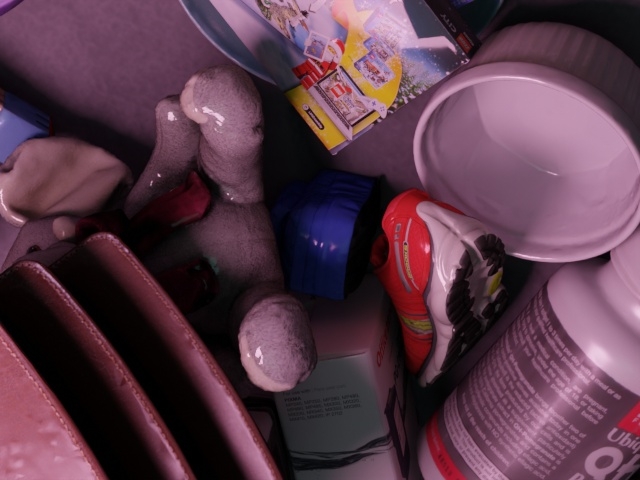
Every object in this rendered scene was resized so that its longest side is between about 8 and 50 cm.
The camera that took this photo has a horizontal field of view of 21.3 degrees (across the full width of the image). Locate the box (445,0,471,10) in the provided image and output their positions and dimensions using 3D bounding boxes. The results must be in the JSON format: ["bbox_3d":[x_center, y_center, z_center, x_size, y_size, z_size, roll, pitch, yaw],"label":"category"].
[{"bbox_3d":[0.112,-0.292,1.407,0.105,0.043,0.179,-25,107,18],"label":"box"}]

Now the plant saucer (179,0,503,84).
[{"bbox_3d":[0.015,-0.279,1.474,0.317,0.044,0.317,3,115,7],"label":"plant saucer"}]

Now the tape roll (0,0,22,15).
[{"bbox_3d":[-0.336,-0.310,1.416,0.275,0.090,0.275,0,90,-14],"label":"tape roll"}]

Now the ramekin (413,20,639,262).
[{"bbox_3d":[0.193,-0.092,1.467,0.207,0.109,0.207,15,138,14],"label":"ramekin"}]

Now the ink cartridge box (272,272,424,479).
[{"bbox_3d":[0.032,0.171,1.609,0.100,0.172,0.237,-8,113,11],"label":"ink cartridge box"}]

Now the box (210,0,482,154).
[{"bbox_3d":[0.002,-0.208,1.436,0.159,0.044,0.233,-33,101,30],"label":"box"}]

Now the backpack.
[{"bbox_3d":[0.000,0.000,1.563,0.101,0.120,0.098,5,116,6],"label":"backpack"}]

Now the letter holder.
[{"bbox_3d":[-0.174,0.158,1.264,0.214,0.152,0.302,-35,80,8],"label":"letter holder"}]

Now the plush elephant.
[{"bbox_3d":[-0.168,0.022,1.470,0.255,0.330,0.272,-11,84,-9],"label":"plush elephant"}]

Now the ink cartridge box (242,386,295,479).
[{"bbox_3d":[-0.173,0.240,1.551,0.285,0.395,0.166,-4,111,11],"label":"ink cartridge box"}]

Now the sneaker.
[{"bbox_3d":[0.100,0.036,1.543,0.118,0.107,0.279,39,158,20],"label":"sneaker"}]

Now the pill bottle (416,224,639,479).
[{"bbox_3d":[0.244,0.128,1.554,0.176,0.176,0.318,34,115,-8],"label":"pill bottle"}]

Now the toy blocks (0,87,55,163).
[{"bbox_3d":[-0.421,-0.057,1.586,0.261,0.191,0.381,31,107,-20],"label":"toy blocks"}]

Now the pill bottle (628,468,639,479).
[{"bbox_3d":[0.352,0.306,1.651,0.219,0.123,0.123,31,115,-7],"label":"pill bottle"}]
